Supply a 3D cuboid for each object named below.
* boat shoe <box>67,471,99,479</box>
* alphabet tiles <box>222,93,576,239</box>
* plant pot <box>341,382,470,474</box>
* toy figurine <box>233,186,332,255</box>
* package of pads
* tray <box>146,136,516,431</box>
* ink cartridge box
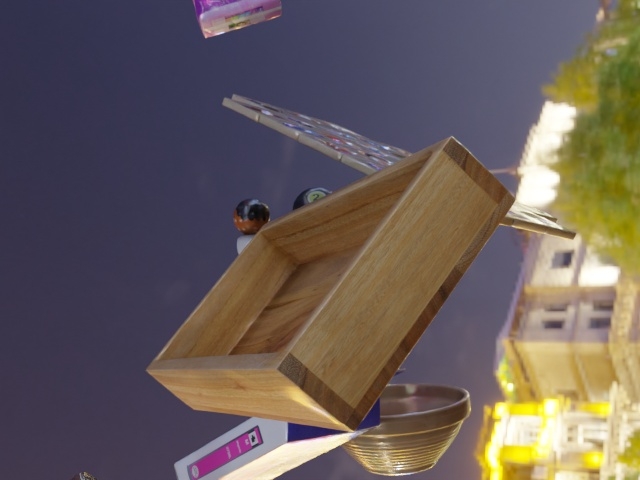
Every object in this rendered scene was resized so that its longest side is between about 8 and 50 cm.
[{"bbox_3d":[-0.243,0.358,1.191,0.207,0.073,0.073,54,180,-32],"label":"boat shoe"},{"bbox_3d":[0.074,-0.077,0.931,0.285,0.342,0.011,8,-73,-47],"label":"alphabet tiles"},{"bbox_3d":[0.123,0.303,1.476,0.237,0.237,0.110,-10,-85,-59],"label":"plant pot"},{"bbox_3d":[0.000,0.000,1.232,0.213,0.209,0.148,-8,-83,-42],"label":"toy figurine"},{"bbox_3d":[-0.084,-0.237,0.922,0.032,0.083,0.050,80,171,-61],"label":"package of pads"},{"bbox_3d":[-0.019,0.053,0.794,0.076,0.411,0.203,42,-110,-11],"label":"tray"},{"bbox_3d":[-0.046,0.283,1.346,0.175,0.371,0.069,0,-119,-41],"label":"ink cartridge box"}]
